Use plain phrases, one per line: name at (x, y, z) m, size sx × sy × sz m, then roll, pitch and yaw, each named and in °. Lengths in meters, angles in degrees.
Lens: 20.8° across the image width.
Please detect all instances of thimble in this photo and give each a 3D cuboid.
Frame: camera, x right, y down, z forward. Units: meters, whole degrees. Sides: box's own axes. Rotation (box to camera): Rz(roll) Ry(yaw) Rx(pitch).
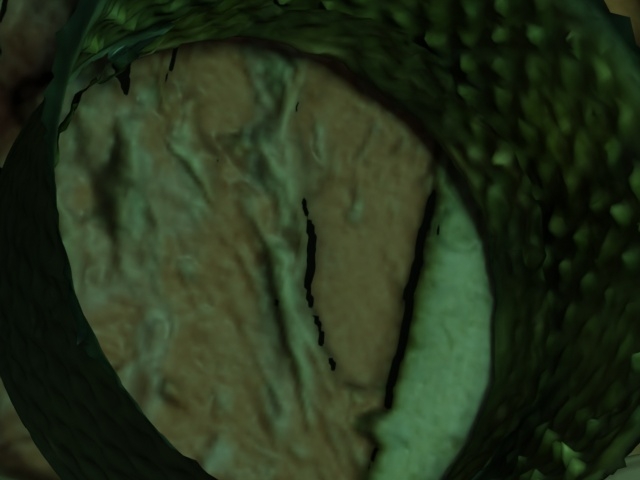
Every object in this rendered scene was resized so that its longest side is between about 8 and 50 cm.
thimble at (0.000, 0.000, 0.706) m, size 0.271 × 0.150 × 0.271 m, roll 7°, pitch 71°, yaw -21°

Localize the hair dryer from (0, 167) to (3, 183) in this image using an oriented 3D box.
hair dryer at (-0.223, -0.063, 0.728) m, size 0.173 × 0.050 × 0.195 m, roll -43°, pitch 92°, yaw -22°

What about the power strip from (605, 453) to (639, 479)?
power strip at (0.139, 0.171, 0.746) m, size 0.154 × 0.078 × 0.154 m, roll 6°, pitch 71°, yaw -17°
